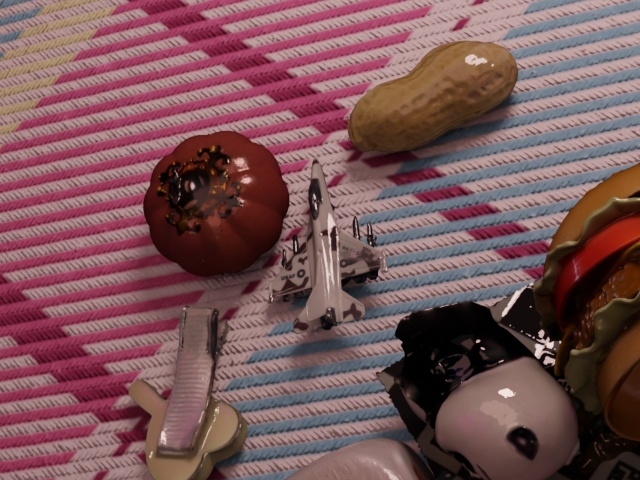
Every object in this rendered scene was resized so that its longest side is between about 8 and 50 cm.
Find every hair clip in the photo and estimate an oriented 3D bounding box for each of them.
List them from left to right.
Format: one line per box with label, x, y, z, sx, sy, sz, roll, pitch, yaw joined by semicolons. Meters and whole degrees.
hair clip;-0.160;0.188;1.436;0.159;0.071;0.218;-4;63;23

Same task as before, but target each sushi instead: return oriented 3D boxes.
sushi;0.249;0.188;1.291;0.292;0.059;0.294;-29;55;-4

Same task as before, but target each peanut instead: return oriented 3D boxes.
peanut;0.129;-0.170;1.452;0.214;0.090;0.098;-28;76;7

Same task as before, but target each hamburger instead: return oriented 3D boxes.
hamburger;0.335;0.041;1.166;0.274;0.274;0.212;-26;53;9

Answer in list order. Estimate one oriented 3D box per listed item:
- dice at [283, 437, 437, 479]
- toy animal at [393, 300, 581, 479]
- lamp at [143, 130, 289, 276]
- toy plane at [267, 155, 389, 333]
dice;0.047;0.324;1.242;0.194;0.192;0.193;-34;64;7
toy animal;0.160;0.160;1.197;0.138;0.166;0.179;-50;53;24
lamp;-0.128;-0.048;1.473;0.182;0.140;0.182;-5;72;14
toy plane;0.008;0.012;1.444;0.160;0.082;0.234;-16;51;25
